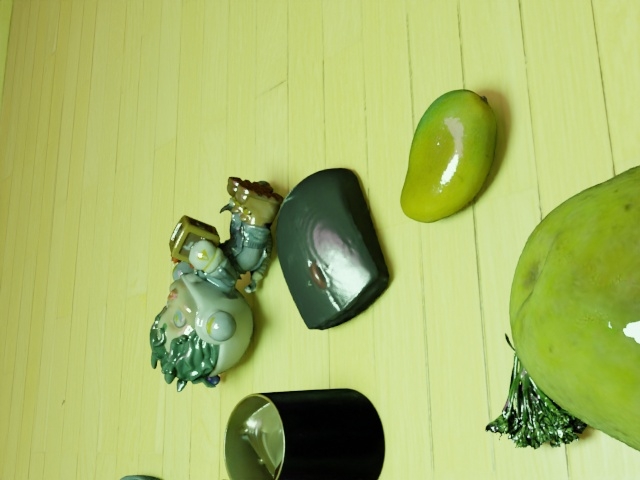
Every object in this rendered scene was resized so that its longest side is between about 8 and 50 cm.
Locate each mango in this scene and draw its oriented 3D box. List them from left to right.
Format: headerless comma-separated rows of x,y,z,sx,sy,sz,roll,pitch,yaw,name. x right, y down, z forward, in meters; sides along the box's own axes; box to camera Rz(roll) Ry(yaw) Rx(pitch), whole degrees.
0.178,-0.110,0.985,0.122,0.085,0.191,22,107,39,mango

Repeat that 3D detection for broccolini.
0.276,0.115,0.835,0.123,0.062,0.271,14,88,39,broccolini

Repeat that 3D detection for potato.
0.293,0.062,0.672,0.280,0.213,0.330,3,81,38,potato

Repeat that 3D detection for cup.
-0.038,0.328,1.037,0.166,0.177,0.239,23,98,48,cup

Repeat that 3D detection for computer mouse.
0.000,0.000,1.141,0.170,0.100,0.269,-44,50,35,computer mouse

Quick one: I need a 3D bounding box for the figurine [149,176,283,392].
-0.187,0.080,1.259,0.261,0.186,0.382,-123,51,-71,figurine

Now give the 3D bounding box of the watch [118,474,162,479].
-0.357,0.571,1.425,0.193,0.068,0.206,12,87,50,watch
